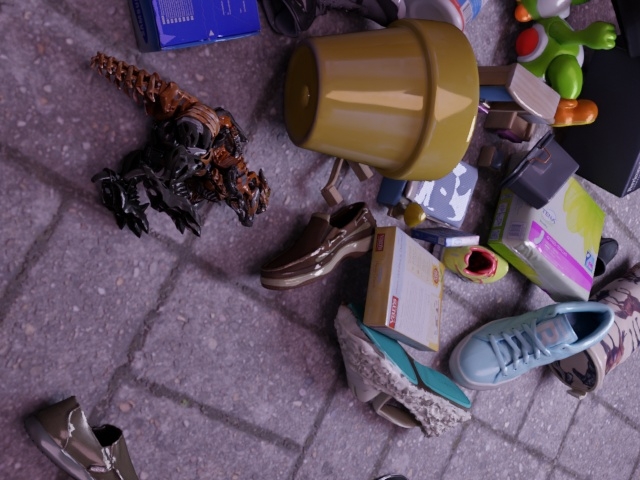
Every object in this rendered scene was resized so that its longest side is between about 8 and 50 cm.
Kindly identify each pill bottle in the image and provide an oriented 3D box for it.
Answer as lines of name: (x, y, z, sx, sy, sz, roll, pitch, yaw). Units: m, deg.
pill bottle: (0.248, -0.460, 1.295, 0.221, 0.124, 0.124, -52, 125, -18)

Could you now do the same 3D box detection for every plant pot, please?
plant pot: (0.078, -0.221, 1.153, 0.239, 0.254, 0.254, -1, 100, -21)

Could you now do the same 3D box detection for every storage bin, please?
storage bin: (0.426, -0.131, 1.417, 0.091, 0.098, 0.135, 41, 75, 5)

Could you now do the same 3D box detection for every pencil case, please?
pencil case: (0.706, 0.207, 1.765, 0.410, 0.160, 0.183, -28, 101, -31)

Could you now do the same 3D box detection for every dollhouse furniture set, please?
dollhouse furniture set: (0.300, -0.133, 1.355, 0.286, 0.198, 0.303, 21, 87, -38)

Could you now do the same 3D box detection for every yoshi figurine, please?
yoshi figurine: (0.491, -0.420, 1.461, 0.203, 0.204, 0.362, -32, 118, -50)

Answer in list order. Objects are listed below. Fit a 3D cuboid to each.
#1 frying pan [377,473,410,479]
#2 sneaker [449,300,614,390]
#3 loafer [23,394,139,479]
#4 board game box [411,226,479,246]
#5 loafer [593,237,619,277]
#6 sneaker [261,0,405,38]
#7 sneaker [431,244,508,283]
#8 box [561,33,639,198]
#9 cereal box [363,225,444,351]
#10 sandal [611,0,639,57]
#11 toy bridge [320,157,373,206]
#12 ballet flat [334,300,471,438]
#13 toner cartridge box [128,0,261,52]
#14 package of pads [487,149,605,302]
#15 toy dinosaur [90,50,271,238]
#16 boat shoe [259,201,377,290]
frying pan: (0.104, 0.516, 1.437, 0.197, 0.053, 0.326, -45, 126, -23)
sneaker: (0.437, 0.195, 1.514, 0.366, 0.150, 0.135, -19, 70, -20)
loafer: (-0.303, 0.313, 1.044, 0.087, 0.094, 0.251, -44, 123, -17)
board game box: (0.236, -0.007, 1.399, 0.090, 0.090, 0.020, -4, 104, -37)
loafer: (0.637, 0.057, 1.731, 0.223, 0.078, 0.076, -26, 115, -31)
sneaker: (0.007, -0.369, 1.146, 0.269, 0.101, 0.153, 26, 84, -32)
sneaker: (0.317, 0.049, 1.472, 0.209, 0.094, 0.081, 10, 91, -40)
box: (0.699, -0.285, 1.583, 0.294, 0.183, 0.296, -22, 136, -33)
cereal box: (0.155, 0.092, 1.315, 0.240, 0.047, 0.173, 33, 61, -54)
sandal: (0.617, -0.548, 1.460, 0.167, 0.107, 0.445, 45, 38, -52)
toy bridge: (0.064, -0.132, 1.271, 0.188, 0.026, 0.063, -41, 102, -33)
ballet flat: (0.134, 0.265, 1.359, 0.409, 0.147, 0.147, 41, 74, -35)
toner cartridge box: (-0.193, -0.439, 0.988, 0.165, 0.075, 0.347, -20, 110, -32)
package of pads: (0.486, -0.030, 1.558, 0.296, 0.101, 0.229, 35, 65, -37)
toy dinosaur: (-0.200, -0.121, 1.033, 0.322, 0.164, 0.218, 37, 61, -18)
boat shoe: (-0.006, -0.001, 1.219, 0.257, 0.095, 0.095, -26, 112, -44)
